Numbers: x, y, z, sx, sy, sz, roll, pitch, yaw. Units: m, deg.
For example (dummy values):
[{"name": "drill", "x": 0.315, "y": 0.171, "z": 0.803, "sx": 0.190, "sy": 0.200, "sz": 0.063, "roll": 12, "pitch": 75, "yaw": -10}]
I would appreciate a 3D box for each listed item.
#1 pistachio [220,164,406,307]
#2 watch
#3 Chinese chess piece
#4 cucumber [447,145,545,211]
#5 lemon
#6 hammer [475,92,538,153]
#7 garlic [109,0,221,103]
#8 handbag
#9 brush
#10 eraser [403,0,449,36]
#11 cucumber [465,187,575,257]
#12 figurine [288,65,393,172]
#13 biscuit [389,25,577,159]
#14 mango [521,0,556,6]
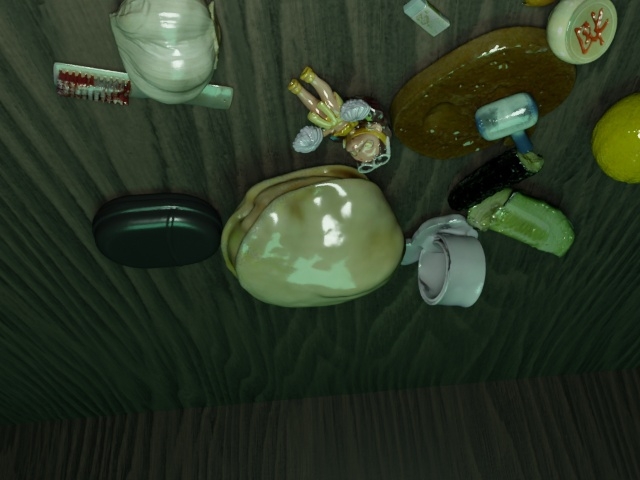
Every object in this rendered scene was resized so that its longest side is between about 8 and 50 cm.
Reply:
[{"name": "pistachio", "x": 0.000, "y": 0.000, "z": 1.605, "sx": 0.445, "sy": 0.281, "sz": 0.365, "roll": 5, "pitch": 122, "yaw": -31}, {"name": "watch", "x": 0.308, "y": 0.071, "z": 1.830, "sx": 0.211, "sy": 0.217, "sz": 0.248, "roll": 6, "pitch": 148, "yaw": -17}, {"name": "Chinese chess piece", "x": 0.444, "y": -0.361, "z": 1.209, "sx": 0.122, "sy": 0.051, "sz": 0.122, "roll": -11, "pitch": 118, "yaw": -21}, {"name": "cucumber", "x": 0.371, "y": -0.130, "z": 1.604, "sx": 0.081, "sy": 0.072, "sz": 0.303, "roll": 10, "pitch": 159, "yaw": -23}, {"name": "lemon", "x": 0.647, "y": -0.206, "z": 1.442, "sx": 0.181, "sy": 0.180, "sz": 0.193, "roll": -2, "pitch": 129, "yaw": -5}, {"name": "hammer", "x": 0.377, "y": -0.214, "z": 1.387, "sx": 0.116, "sy": 0.069, "sz": 0.194, "roll": -19, "pitch": 155, "yaw": 22}, {"name": "garlic", "x": -0.252, "y": -0.304, "z": 1.183, "sx": 0.178, "sy": 0.142, "sz": 0.229, "roll": -5, "pitch": 159, "yaw": -3}, {"name": "handbag", "x": -0.386, "y": -0.015, "z": 1.708, "sx": 0.308, "sy": 0.093, "sz": 0.254, "roll": -4, "pitch": 150, "yaw": -1}, {"name": "brush", "x": -0.323, "y": -0.274, "z": 1.316, "sx": 0.321, "sy": 0.050, "sz": 0.060, "roll": 4, "pitch": 145, "yaw": -16}, {"name": "eraser", "x": 0.181, "y": -0.384, "z": 1.219, "sx": 0.083, "sy": 0.019, "sz": 0.038, "roll": 23, "pitch": 141, "yaw": -39}, {"name": "cucumber", "x": 0.512, "y": -0.051, "z": 1.770, "sx": 0.325, "sy": 0.105, "sz": 0.145, "roll": 19, "pitch": 116, "yaw": -35}, {"name": "figurine", "x": 0.042, "y": -0.231, "z": 1.372, "sx": 0.240, "sy": 0.115, "sz": 0.175, "roll": 29, "pitch": 137, "yaw": -35}, {"name": "biscuit", "x": 0.321, "y": -0.274, "z": 1.390, "sx": 0.314, "sy": 0.063, "sz": 0.367, "roll": 19, "pitch": 144, "yaw": -41}, {"name": "mango", "x": 0.369, "y": -0.423, "z": 1.136, "sx": 0.077, "sy": 0.063, "sz": 0.127, "roll": 1, "pitch": 155, "yaw": -19}]
